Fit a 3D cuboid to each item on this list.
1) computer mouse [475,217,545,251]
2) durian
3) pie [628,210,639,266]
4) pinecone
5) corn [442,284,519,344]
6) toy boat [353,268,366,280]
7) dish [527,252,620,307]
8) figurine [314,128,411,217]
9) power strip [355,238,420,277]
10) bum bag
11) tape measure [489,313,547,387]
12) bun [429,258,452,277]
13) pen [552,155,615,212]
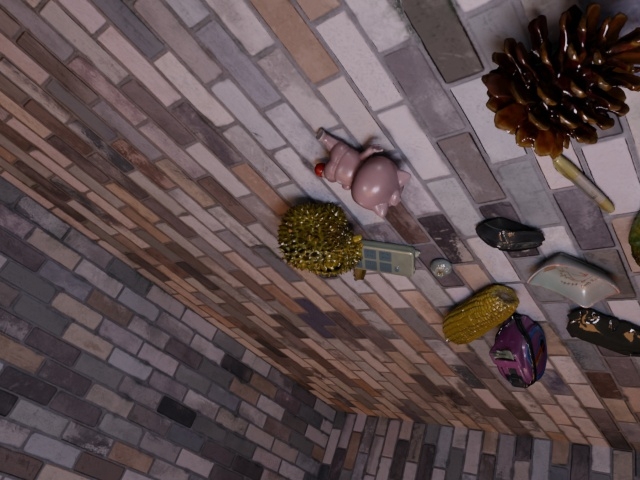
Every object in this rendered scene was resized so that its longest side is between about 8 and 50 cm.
[{"bbox_3d":[0.546,-0.008,1.382,0.192,0.062,0.105,14,148,15],"label":"computer mouse"},{"bbox_3d":[-0.004,0.006,1.582,0.293,0.258,0.258,18,149,-5],"label":"durian"},{"bbox_3d":[0.845,0.008,1.085,0.277,0.079,0.277,52,159,29],"label":"pie"},{"bbox_3d":[0.443,-0.292,0.849,0.264,0.264,0.264,16,148,10],"label":"pinecone"},{"bbox_3d":[0.570,0.272,1.729,0.144,0.143,0.387,24,144,-3],"label":"corn"},{"bbox_3d":[0.148,0.108,1.818,0.049,0.047,0.149,26,146,19],"label":"toy boat"},{"bbox_3d":[0.753,0.110,1.421,0.213,0.077,0.151,23,150,-2],"label":"dish"},{"bbox_3d":[0.110,-0.191,1.318,0.288,0.176,0.186,28,-166,20],"label":"figurine"},{"bbox_3d":[0.214,0.060,1.678,0.271,0.046,0.117,8,129,20],"label":"power strip"},{"bbox_3d":[0.979,0.314,1.602,0.327,0.079,0.142,22,141,6],"label":"bum bag"},{"bbox_3d":[0.722,0.397,1.739,0.149,0.231,0.245,-8,121,42],"label":"tape measure"},{"bbox_3d":[0.415,0.098,1.638,0.083,0.045,0.083,11,147,8],"label":"bun"},{"bbox_3d":[0.641,-0.134,1.161,0.233,0.032,0.040,34,170,-21],"label":"pen"}]
